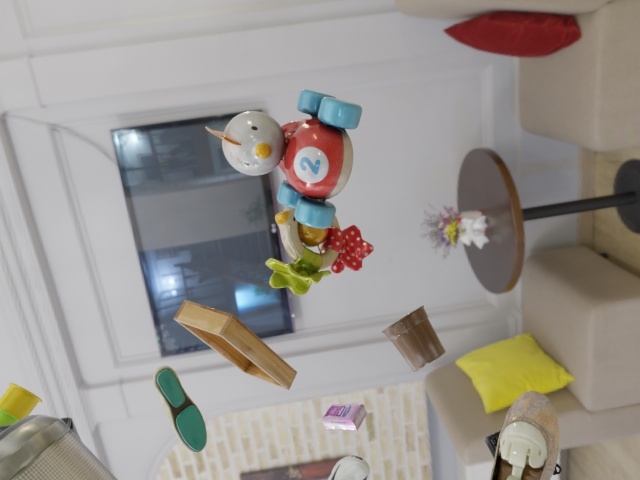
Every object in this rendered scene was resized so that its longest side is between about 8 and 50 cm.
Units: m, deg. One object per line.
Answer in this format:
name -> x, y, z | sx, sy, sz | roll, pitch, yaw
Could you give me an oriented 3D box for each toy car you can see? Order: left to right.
toy car -> -0.082, -0.160, 0.921 | 0.210, 0.237, 0.220 | -135, 55, -59

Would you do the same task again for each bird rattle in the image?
bird rattle -> 0.000, 0.000, 1.137 | 0.143, 0.253, 0.207 | -9, 106, 51

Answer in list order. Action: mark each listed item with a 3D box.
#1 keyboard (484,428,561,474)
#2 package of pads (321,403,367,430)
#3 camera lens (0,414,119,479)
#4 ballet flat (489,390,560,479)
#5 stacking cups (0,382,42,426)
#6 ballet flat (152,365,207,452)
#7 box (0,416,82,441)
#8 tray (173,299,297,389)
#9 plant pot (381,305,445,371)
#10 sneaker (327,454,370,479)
keyboard -> 0.413, 0.449, 1.030 | 0.180, 0.108, 0.023 | 63, 178, 8
package of pads -> 0.049, 0.354, 1.052 | 0.050, 0.083, 0.032 | -43, -68, -47
camera lens -> -0.254, 0.316, 0.464 | 0.274, 0.219, 0.219 | 47, 177, -1
ballet flat -> 0.359, 0.429, 0.951 | 0.106, 0.107, 0.316 | 33, -109, -55
stacking cups -> -0.804, 0.504, 1.249 | 0.096, 0.095, 0.316 | 86, -156, -53
ballet flat -> -0.383, 0.452, 1.410 | 0.086, 0.086, 0.249 | 174, 73, -87
box -> -0.657, 0.532, 0.992 | 0.212, 0.394, 0.294 | -105, 12, -53
tray -> -0.252, 0.330, 1.633 | 0.076, 0.202, 0.411 | -63, -38, -23
plant pot -> 0.311, 0.326, 1.710 | 0.165, 0.166, 0.167 | 59, 171, 13
sneaker -> 0.028, 0.650, 1.301 | 0.094, 0.235, 0.153 | 47, -159, -1
